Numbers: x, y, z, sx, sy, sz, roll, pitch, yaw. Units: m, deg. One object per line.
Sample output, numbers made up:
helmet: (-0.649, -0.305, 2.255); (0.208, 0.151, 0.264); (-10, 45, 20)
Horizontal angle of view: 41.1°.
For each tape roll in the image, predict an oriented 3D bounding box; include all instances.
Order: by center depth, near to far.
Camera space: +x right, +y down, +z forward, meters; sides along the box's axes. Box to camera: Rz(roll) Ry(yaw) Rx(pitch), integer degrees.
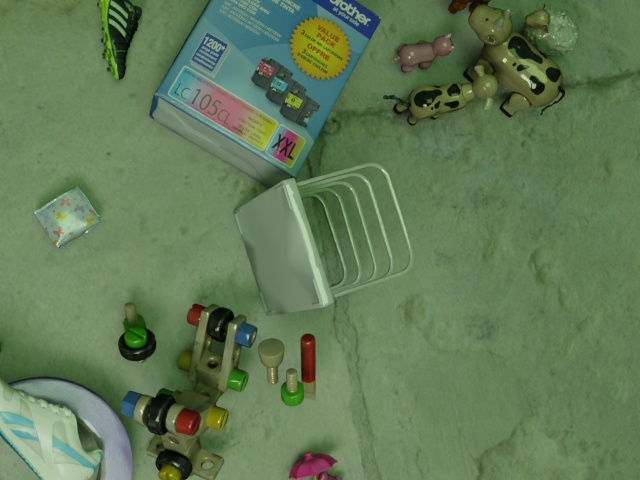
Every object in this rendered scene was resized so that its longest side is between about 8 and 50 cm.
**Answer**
tape roll: (-0.429, 0.348, 1.303); (0.274, 0.090, 0.275); (2, 82, -18)

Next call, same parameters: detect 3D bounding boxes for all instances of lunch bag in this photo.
lunch bag: (-0.405, -0.037, 1.375); (0.083, 0.053, 0.071); (-35, 93, -8)

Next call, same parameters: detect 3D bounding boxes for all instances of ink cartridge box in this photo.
ink cartridge box: (-0.081, -0.324, 1.463); (0.270, 0.151, 0.396); (30, 74, -12)

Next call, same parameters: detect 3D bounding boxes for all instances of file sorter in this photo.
file sorter: (0.000, 0.000, 1.385); (0.173, 0.277, 0.193); (-17, 89, -23)

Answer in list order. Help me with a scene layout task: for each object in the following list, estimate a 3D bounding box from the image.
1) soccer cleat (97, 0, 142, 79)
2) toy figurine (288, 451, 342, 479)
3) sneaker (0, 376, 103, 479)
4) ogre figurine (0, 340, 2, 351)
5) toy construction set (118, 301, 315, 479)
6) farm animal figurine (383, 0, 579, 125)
soccer cleat: (-0.333, -0.358, 1.432); (0.072, 0.060, 0.179); (-5, 82, -19)
toy figurine: (-0.004, 0.439, 1.426); (0.173, 0.130, 0.159); (32, 64, -34)
sneaker: (-0.413, 0.263, 1.233); (0.092, 0.087, 0.229); (-43, 104, -24)
ogre figurine: (-0.584, 0.189, 1.263); (0.197, 0.097, 0.118); (-29, 130, -6)
toy construction set: (-0.158, 0.257, 1.355); (0.308, 0.257, 0.237); (-3, 129, -2)
farm animal figurine: (0.315, -0.335, 1.573); (0.326, 0.172, 0.330); (23, 77, -14)
